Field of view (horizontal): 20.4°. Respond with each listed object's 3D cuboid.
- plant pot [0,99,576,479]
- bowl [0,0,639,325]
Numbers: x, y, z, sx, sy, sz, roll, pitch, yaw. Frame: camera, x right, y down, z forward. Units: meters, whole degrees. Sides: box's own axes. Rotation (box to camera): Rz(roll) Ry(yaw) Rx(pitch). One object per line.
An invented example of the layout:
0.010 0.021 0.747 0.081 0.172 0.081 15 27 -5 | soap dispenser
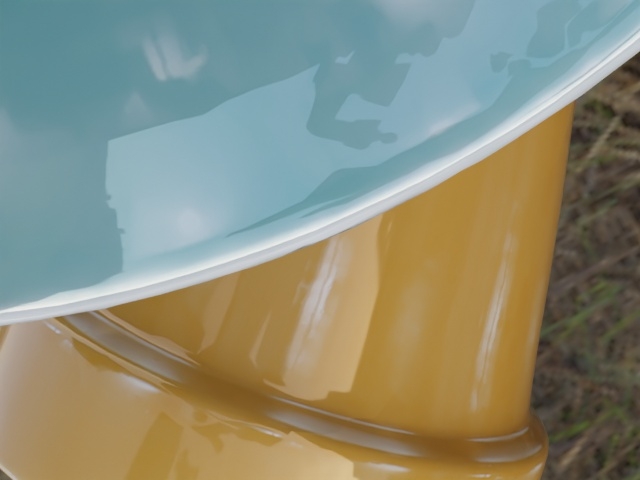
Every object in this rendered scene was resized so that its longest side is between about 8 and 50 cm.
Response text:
0.000 0.000 0.628 0.205 0.205 0.188 28 104 36 | plant pot
-0.055 -0.142 0.290 0.163 0.311 0.311 65 145 33 | bowl
